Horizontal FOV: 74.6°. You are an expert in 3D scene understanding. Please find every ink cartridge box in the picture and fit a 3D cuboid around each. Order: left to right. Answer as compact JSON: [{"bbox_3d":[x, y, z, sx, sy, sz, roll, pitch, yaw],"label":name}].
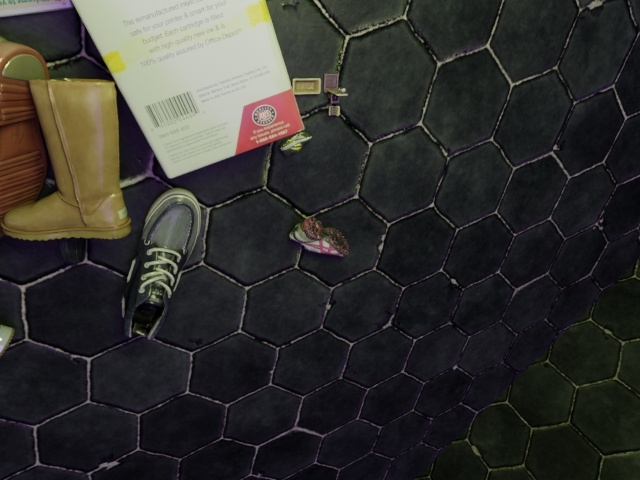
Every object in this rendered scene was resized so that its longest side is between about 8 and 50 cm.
[{"bbox_3d":[-0.224,-0.349,0.744,0.279,0.160,0.385,-20,124,-3],"label":"ink cartridge box"}]

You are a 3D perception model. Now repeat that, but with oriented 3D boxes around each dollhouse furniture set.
[{"bbox_3d":[0.000,-0.313,0.922,0.114,0.081,0.091,-8,120,-19],"label":"dollhouse furniture set"}]

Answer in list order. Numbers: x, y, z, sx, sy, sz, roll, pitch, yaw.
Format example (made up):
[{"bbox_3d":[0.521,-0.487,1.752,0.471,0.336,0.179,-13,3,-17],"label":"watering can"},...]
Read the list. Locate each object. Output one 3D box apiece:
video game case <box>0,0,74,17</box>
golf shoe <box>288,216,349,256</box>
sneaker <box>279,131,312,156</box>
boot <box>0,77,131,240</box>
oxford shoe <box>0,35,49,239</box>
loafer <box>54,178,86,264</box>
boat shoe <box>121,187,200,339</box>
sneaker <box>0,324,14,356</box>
[{"bbox_3d":[-0.534,-0.455,0.651,0.212,0.023,0.193,-17,122,-15],"label":"video game case"},{"bbox_3d":[0.000,0.000,1.119,0.086,0.068,0.186,-30,137,34],"label":"golf shoe"},{"bbox_3d":[-0.056,-0.225,0.984,0.083,0.031,0.035,-24,138,-5],"label":"sneaker"},{"bbox_3d":[-0.456,-0.139,0.731,0.236,0.089,0.270,-1,116,-7],"label":"boot"},{"bbox_3d":[-0.593,-0.173,0.745,0.146,0.140,0.397,28,113,1],"label":"oxford shoe"},{"bbox_3d":[-0.492,-0.051,0.862,0.078,0.076,0.223,6,112,-16],"label":"loafer"},{"bbox_3d":[-0.350,0.061,0.936,0.127,0.158,0.341,15,111,-29],"label":"boat shoe"},{"bbox_3d":[-0.813,0.273,0.892,0.282,0.099,0.153,-51,129,1],"label":"sneaker"}]
